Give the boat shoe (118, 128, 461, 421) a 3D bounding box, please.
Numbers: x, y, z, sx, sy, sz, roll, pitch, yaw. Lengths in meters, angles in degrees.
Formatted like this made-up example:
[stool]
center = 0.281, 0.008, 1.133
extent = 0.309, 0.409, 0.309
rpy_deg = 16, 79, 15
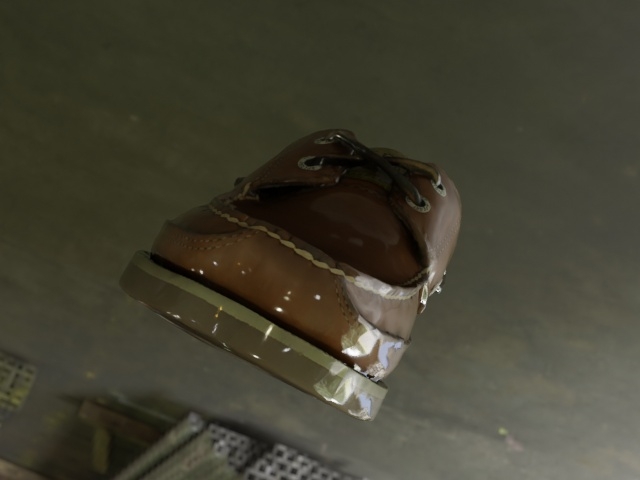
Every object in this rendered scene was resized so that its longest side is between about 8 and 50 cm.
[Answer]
[boat shoe]
center = 0.000, 0.000, 0.531
extent = 0.111, 0.104, 0.307
rpy_deg = 31, -179, 3
